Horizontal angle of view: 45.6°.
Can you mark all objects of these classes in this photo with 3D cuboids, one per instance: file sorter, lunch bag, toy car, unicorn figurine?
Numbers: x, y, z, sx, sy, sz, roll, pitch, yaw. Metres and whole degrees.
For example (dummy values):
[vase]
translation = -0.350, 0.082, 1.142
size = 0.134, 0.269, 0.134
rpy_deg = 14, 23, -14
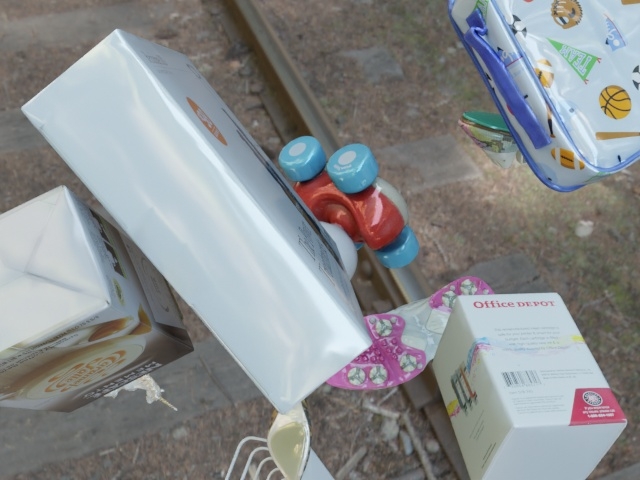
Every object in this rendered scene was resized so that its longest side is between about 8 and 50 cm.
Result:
[file sorter]
translation = -0.092, 0.608, 1.791
size = 0.173, 0.278, 0.193
rpy_deg = 4, 54, 25
[lunch bag]
translation = 0.291, -0.222, 0.883
size = 0.243, 0.115, 0.303
rpy_deg = -29, 88, -17
[toy car]
translation = 0.000, 0.000, 1.185
size = 0.210, 0.219, 0.238
rpy_deg = 16, 59, 42
[unicorn figurine]
translation = -0.307, 0.217, 1.241
size = 0.111, 0.060, 0.162
rpy_deg = -29, 62, 26

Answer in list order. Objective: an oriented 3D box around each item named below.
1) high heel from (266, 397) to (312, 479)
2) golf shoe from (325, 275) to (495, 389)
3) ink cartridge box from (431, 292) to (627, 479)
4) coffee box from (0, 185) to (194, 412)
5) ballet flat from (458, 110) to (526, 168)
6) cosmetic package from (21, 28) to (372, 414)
[high heel]
translation = -0.055, 0.363, 1.587
size = 0.093, 0.186, 0.261
rpy_deg = -8, 89, 8
[golf shoe]
translation = 0.131, 0.158, 1.198
size = 0.306, 0.140, 0.115
rpy_deg = -19, 80, -15
[ink cartridge box]
translation = 0.215, 0.161, 0.826
size = 0.128, 0.127, 0.176
rpy_deg = 0, 43, -13
[coffee box]
translation = -0.207, 0.063, 0.620
size = 0.141, 0.246, 0.098
rpy_deg = -26, 75, -2
[ballet flat]
translation = 0.296, -0.147, 1.121
size = 0.221, 0.079, 0.077
rpy_deg = -5, 36, -24
[cosmetic package]
translation = -0.090, -0.042, 0.706
size = 0.097, 0.377, 0.284
rpy_deg = -40, 101, 5
